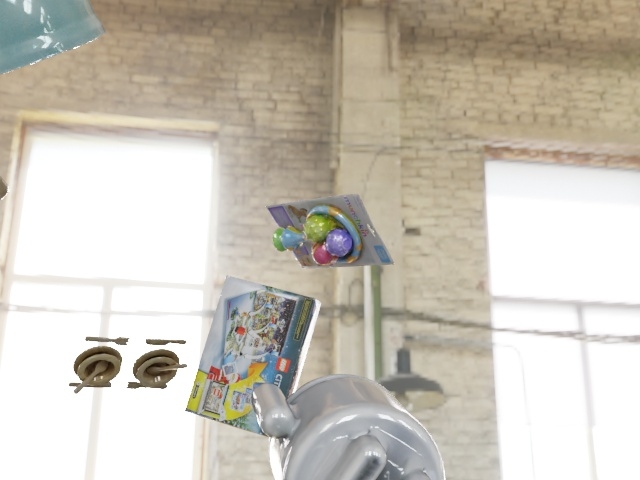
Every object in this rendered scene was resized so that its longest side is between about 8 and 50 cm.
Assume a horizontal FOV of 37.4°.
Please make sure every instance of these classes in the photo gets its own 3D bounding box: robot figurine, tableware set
[{"bbox_3d":[0.038,0.287,1.225,0.300,0.200,0.353,40,-2,-8],"label":"robot figurine"},{"bbox_3d":[-0.338,0.230,1.666,0.194,0.039,0.128,6,-54,-30],"label":"tableware set"}]

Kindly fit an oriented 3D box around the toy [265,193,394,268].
[{"bbox_3d":[0.000,0.000,1.582,0.237,0.056,0.137,-2,-56,52],"label":"toy"}]

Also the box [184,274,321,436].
[{"bbox_3d":[-0.109,0.188,1.531,0.159,0.233,0.044,14,-10,16],"label":"box"}]

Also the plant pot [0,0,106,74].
[{"bbox_3d":[-0.471,-0.335,1.307,0.293,0.196,0.293,-16,19,6],"label":"plant pot"}]

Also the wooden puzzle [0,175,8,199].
[{"bbox_3d":[-0.530,-0.038,1.240,0.044,0.238,0.221,13,-29,22],"label":"wooden puzzle"}]
